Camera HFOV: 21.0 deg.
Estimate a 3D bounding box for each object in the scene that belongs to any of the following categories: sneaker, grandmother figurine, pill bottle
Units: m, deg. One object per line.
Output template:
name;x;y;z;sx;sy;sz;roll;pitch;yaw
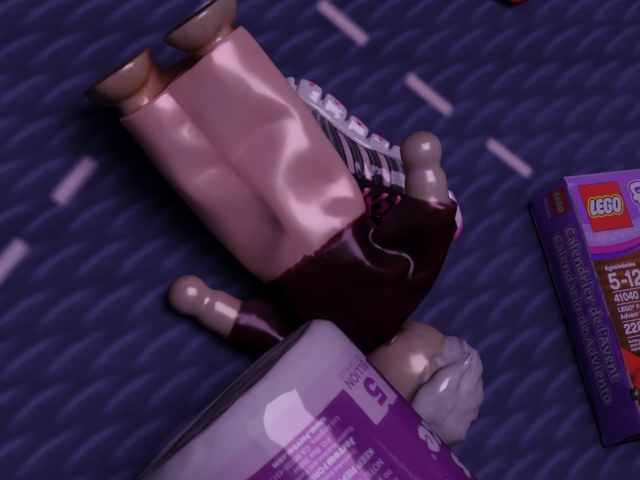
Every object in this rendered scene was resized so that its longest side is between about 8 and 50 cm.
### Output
sneaker;0.021;-0.040;1.229;0.170;0.063;0.075;37;56;-3
grandmother figurine;0.000;0.000;1.155;0.342;0.208;0.104;55;20;-11
pill bottle;0.041;0.209;1.067;0.301;0.169;0.169;48;56;-3

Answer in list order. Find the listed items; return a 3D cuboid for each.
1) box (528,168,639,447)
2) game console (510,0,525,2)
box;0.320;0.038;1.354;0.293;0.057;0.201;-7;73;-30
game console;0.114;-0.425;1.454;0.342;0.060;0.386;39;57;-14
